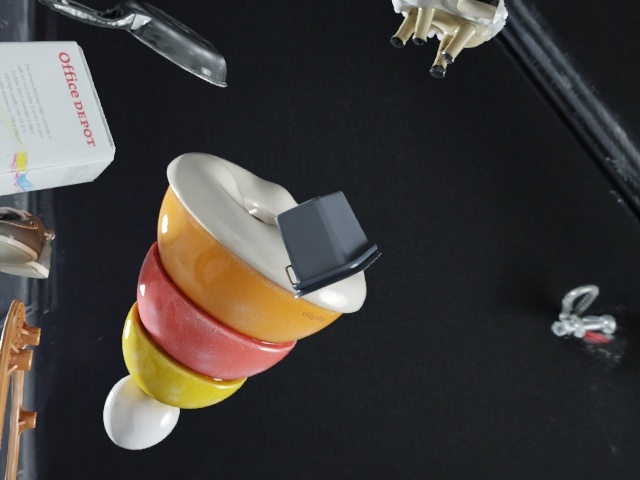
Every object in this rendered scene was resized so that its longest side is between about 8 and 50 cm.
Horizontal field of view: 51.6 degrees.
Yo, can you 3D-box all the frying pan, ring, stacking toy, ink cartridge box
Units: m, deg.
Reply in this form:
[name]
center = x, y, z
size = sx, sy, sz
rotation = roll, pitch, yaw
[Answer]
[frying pan]
center = -0.258, -0.308, 0.931
size = 0.053, 0.326, 0.197
rotation = -54, -130, 13
[ring]
center = -0.332, 0.233, 0.717
size = 0.032, 0.336, 0.337
rotation = 5, -95, -21
[stacking toy]
center = -0.193, 0.137, 1.025
size = 0.350, 0.350, 0.480
rotation = 38, -79, -1
[ink cartridge box]
center = -0.299, -0.109, 0.611
size = 0.175, 0.072, 0.127
rotation = -15, -97, -40

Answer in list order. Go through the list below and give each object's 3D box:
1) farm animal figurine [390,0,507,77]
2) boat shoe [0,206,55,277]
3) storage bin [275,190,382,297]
[farm animal figurine]
center = 0.056, -0.308, 0.490
size = 0.326, 0.330, 0.172
rotation = 26, -105, -7
[boat shoe]
center = -0.487, -0.009, 1.047
size = 0.112, 0.335, 0.095
rotation = 7, -103, -14
[storage bin]
center = 0.000, 0.000, 0.745
size = 0.098, 0.135, 0.091
rotation = -23, -89, 19
